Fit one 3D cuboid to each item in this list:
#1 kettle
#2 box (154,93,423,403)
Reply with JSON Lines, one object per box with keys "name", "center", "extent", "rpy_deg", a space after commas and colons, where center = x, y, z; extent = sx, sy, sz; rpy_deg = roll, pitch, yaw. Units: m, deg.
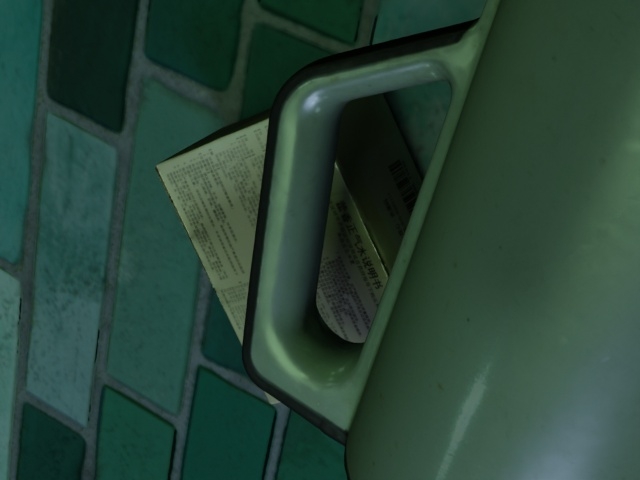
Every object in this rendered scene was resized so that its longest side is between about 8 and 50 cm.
{"name": "kettle", "center": [0.125, 0.000, 0.764], "extent": [0.361, 0.250, 0.377], "rpy_deg": [27, 119, 14]}
{"name": "box", "center": [0.000, 0.000, 0.985], "extent": [0.168, 0.095, 0.212], "rpy_deg": [-17, 102, 41]}
